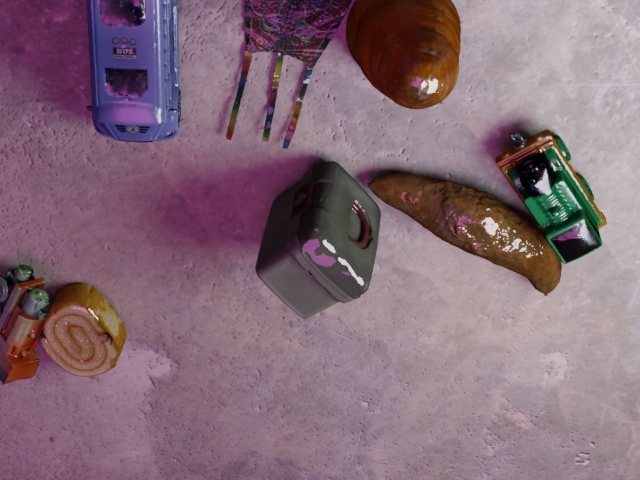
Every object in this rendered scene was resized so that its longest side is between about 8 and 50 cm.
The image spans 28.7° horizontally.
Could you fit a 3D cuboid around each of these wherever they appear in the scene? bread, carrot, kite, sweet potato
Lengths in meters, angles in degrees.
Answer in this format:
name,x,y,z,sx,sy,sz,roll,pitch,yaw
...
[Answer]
name,x,y,z,sx,sy,sz,roll,pitch,yaw
bread,-0.381,0.149,1.990,0.122,0.073,0.149,-22,120,17
carrot,0.120,-0.236,1.642,0.159,0.225,0.159,-2,122,-3
kite,-0.058,-0.256,1.753,0.152,0.015,0.285,15,120,-5
sweet potato,0.233,-0.019,1.848,0.341,0.092,0.114,27,154,-16

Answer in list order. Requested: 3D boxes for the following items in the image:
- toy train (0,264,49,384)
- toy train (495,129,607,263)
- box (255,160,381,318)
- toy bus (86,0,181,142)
name,x,y,z,sx,sy,sz,roll,pitch,yaw
toy train,-0.472,0.126,1.949,0.118,0.074,0.176,45,122,21
toy train,0.337,-0.060,1.799,0.091,0.136,0.228,-28,121,18
box,0.000,0.000,1.806,0.129,0.210,0.148,-32,116,28
toy bus,-0.254,-0.252,1.687,0.125,0.133,0.292,3,123,-1
